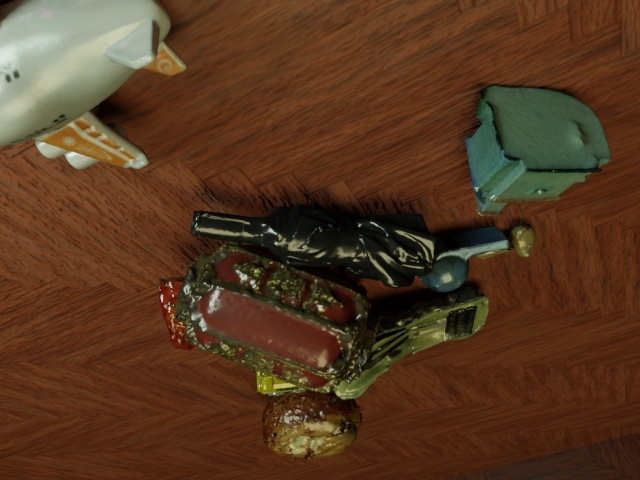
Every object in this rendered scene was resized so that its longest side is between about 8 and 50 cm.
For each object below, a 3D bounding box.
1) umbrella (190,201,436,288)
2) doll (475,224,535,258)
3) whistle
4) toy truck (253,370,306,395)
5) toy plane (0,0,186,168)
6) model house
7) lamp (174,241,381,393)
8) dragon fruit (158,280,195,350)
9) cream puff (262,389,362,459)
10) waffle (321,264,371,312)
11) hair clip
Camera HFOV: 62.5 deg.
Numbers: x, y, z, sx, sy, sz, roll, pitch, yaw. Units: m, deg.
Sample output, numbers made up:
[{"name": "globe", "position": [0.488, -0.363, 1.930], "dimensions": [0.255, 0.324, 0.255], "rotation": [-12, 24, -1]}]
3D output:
[{"name": "umbrella", "position": [0.000, 0.000, 0.708], "dimensions": [0.340, 0.118, 0.118], "rotation": [7, 141, -22]}, {"name": "doll", "position": [0.296, 0.003, 0.846], "dimensions": [0.093, 0.051, 0.061], "rotation": [-5, 176, 31]}, {"name": "whistle", "position": [0.209, 0.036, 0.824], "dimensions": [0.158, 0.090, 0.090], "rotation": [-10, 144, -2]}, {"name": "toy truck", "position": [-0.019, 0.249, 1.020], "dimensions": [0.227, 0.098, 0.114], "rotation": [-1, 163, -12]}, {"name": "toy plane", "position": [-0.235, -0.143, 0.448], "dimensions": [0.245, 0.117, 0.244], "rotation": [-7, 145, -5]}, {"name": "model house", "position": [0.239, -0.094, 0.643], "dimensions": [0.148, 0.119, 0.148], "rotation": [-1, 153, -14]}, {"name": "lamp", "position": [-0.057, 0.103, 0.738], "dimensions": [0.274, 0.177, 0.177], "rotation": [18, 141, 2]}, {"name": "dragon fruit", "position": [-0.196, 0.130, 0.863], "dimensions": [0.106, 0.083, 0.162], "rotation": [-9, 142, -6]}, {"name": "cream puff", "position": [-0.018, 0.408, 1.215], "dimensions": [0.240, 0.164, 0.240], "rotation": [1, 132, 1]}, {"name": "waffle", "position": [-0.022, 0.122, 0.910], "dimensions": [0.221, 0.055, 0.234], "rotation": [-19, 144, 13]}, {"name": "hair clip", "position": [0.151, 0.170, 0.971], "dimensions": [0.321, 0.091, 0.138], "rotation": [-22, 132, -15]}]
